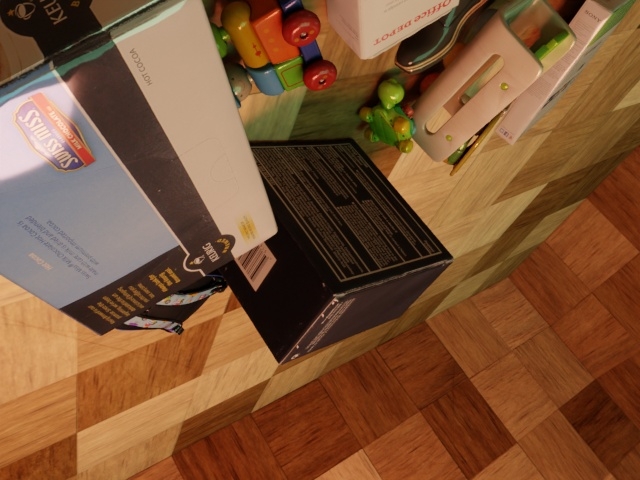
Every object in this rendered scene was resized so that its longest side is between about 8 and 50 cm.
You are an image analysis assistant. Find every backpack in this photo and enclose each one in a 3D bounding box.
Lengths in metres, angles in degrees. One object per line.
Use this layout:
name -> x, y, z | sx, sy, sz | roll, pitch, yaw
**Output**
backpack -> -0.264, 0.073, 0.939 | 0.158, 0.117, 0.173 | -43, 157, 18

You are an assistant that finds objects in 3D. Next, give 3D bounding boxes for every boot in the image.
boot -> 0.165, -0.343, 0.809 | 0.198, 0.077, 0.137 | -50, 153, -1

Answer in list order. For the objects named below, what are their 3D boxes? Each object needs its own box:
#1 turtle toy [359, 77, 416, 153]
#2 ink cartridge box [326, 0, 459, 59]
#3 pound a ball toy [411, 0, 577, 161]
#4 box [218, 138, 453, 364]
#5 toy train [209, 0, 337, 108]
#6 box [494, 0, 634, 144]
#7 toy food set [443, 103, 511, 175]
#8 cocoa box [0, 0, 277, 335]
turtle toy -> 0.120, -0.210, 0.980 | 0.066, 0.095, 0.130 | -52, 149, -20
ink cartridge box -> 0.085, -0.335, 0.664 | 0.154, 0.093, 0.212 | -32, 156, -8
pound a ball toy -> 0.271, -0.277, 0.989 | 0.208, 0.136, 0.319 | -40, 178, -31
box -> 0.000, 0.000, 0.936 | 0.294, 0.296, 0.183 | -12, 147, -44
toy train -> -0.081, -0.239, 0.627 | 0.143, 0.105, 0.248 | -24, 158, 5
box -> 0.503, -0.364, 1.187 | 0.232, 0.058, 0.322 | -38, 165, -39
toy food set -> 0.317, -0.237, 1.241 | 0.128, 0.071, 0.218 | -48, 174, -45
cocoa box -> -0.210, -0.103, 0.516 | 0.228, 0.231, 0.347 | -32, 157, -9
